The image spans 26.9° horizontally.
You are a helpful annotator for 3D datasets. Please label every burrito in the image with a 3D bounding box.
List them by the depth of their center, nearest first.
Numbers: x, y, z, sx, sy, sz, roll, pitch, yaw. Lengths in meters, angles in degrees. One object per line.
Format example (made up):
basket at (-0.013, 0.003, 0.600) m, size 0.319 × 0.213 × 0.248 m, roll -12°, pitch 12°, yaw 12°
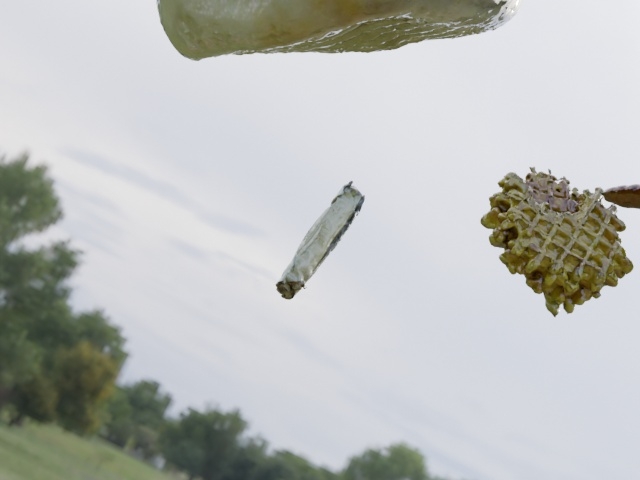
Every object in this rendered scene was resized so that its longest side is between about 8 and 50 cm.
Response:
burrito at (0.000, 0.000, 1.834) m, size 0.045 × 0.185 × 0.041 m, roll 39°, pitch -17°, yaw -7°

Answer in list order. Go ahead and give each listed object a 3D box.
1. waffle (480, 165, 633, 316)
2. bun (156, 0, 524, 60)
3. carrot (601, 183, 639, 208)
waffle at (0.301, -0.012, 1.695) m, size 0.197 × 0.193 × 0.070 m, roll 58°, pitch -38°, yaw 18°
bun at (0.022, -0.292, 1.300) m, size 0.365 × 0.219 × 0.365 m, roll -5°, pitch 7°, yaw 1°
carrot at (0.439, -0.031, 1.333) m, size 0.336 × 0.069 × 0.069 m, roll 11°, pitch -18°, yaw 36°
